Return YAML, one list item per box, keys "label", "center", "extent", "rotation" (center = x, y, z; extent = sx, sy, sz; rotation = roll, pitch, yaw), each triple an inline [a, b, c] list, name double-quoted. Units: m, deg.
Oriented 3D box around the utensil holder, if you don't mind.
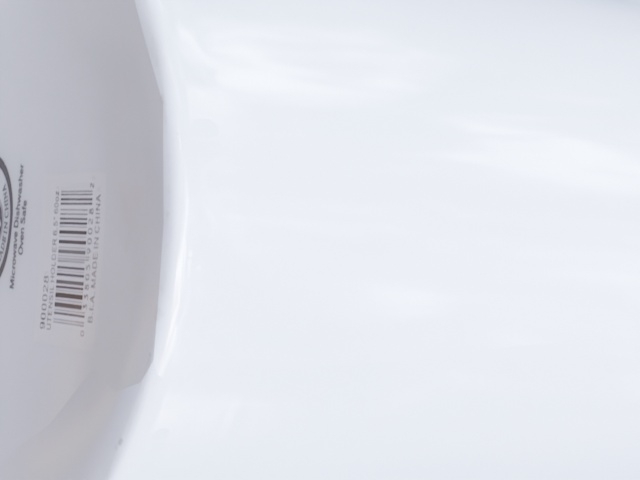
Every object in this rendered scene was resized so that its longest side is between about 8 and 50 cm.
- label: "utensil holder"
  center: [0.000, 0.000, 0.745]
  extent: [0.385, 0.327, 0.328]
  rotation: [3, 77, -39]
